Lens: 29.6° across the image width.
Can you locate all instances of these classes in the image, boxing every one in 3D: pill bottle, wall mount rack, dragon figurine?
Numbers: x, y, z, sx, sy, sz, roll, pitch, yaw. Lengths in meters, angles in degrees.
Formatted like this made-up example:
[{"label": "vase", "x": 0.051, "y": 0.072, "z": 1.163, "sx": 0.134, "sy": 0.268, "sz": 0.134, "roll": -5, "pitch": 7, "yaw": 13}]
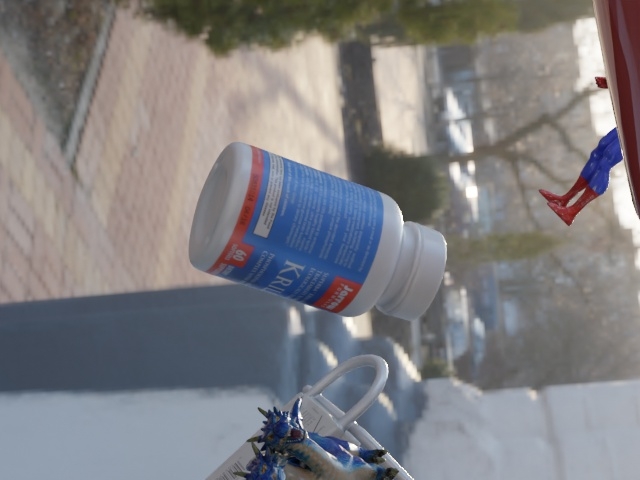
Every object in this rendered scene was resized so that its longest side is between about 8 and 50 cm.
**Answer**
[{"label": "pill bottle", "x": 0.000, "y": 0.000, "z": 1.120, "sx": 0.124, "sy": 0.221, "sz": 0.124, "roll": -161, "pitch": -90, "yaw": -72}, {"label": "wall mount rack", "x": -0.014, "y": 0.290, "z": 1.269, "sx": 0.130, "sy": 0.350, "sz": 0.304, "roll": 52, "pitch": -9, "yaw": -22}, {"label": "dragon figurine", "x": -0.013, "y": 0.205, "z": 1.156, "sx": 0.085, "sy": 0.144, "sz": 0.289, "roll": -57, "pitch": -176, "yaw": -1}]

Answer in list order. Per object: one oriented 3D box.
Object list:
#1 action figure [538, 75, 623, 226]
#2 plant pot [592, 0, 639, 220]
[{"label": "action figure", "x": 0.391, "y": -0.166, "z": 1.633, "sx": 0.139, "sy": 0.280, "sz": 0.091, "roll": 42, "pitch": 14, "yaw": -17}, {"label": "plant pot", "x": 0.260, "y": -0.121, "z": 0.613, "sx": 0.275, "sy": 0.274, "sz": 0.243, "roll": -84, "pitch": 169, "yaw": -57}]
